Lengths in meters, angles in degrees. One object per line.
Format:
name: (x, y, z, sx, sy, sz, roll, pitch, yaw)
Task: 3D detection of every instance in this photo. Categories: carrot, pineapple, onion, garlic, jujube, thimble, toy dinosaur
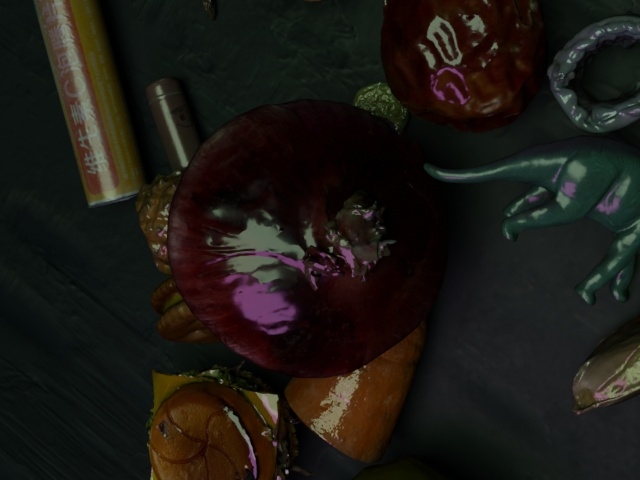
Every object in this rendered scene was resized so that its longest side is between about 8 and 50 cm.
carrot: (0.072, 0.156, 1.674, 0.159, 0.159, 0.225, 34, 97, 15)
pineapple: (-0.068, -0.047, 1.698, 0.340, 0.169, 0.169, -15, 91, 12)
onion: (0.000, 0.000, 1.491, 0.347, 0.285, 0.348, 0, 91, -18)
garlic: (0.392, 0.142, 1.554, 0.195, 0.101, 0.087, -30, 89, 23)
jujube: (0.163, -0.307, 1.543, 0.216, 0.216, 0.342, -10, 78, 23)
thimble: (0.354, -0.202, 1.519, 0.151, 0.118, 0.127, -35, 86, 22)
toy dinosaur: (0.371, -0.100, 1.487, 0.383, 0.129, 0.331, 34, 109, -15)

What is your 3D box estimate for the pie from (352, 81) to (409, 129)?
pie: (0.080, -0.169, 1.684, 0.084, 0.021, 0.084, 1, 93, 21)

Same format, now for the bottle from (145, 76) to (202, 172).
bottle: (-0.201, -0.157, 1.781, 0.053, 0.053, 0.140, -20, 89, 23)

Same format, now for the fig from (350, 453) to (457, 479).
fig: (0.100, 0.448, 1.602, 0.343, 0.343, 0.343, 3, 98, 22)

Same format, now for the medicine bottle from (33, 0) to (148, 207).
medicine bottle: (-0.335, -0.262, 1.797, 0.108, 0.108, 0.426, -15, 93, 23)

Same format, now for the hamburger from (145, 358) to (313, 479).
hamburger: (-0.126, 0.280, 1.754, 0.261, 0.138, 0.243, 14, 106, 28)

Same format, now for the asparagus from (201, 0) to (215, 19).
asparagus: (-0.159, -0.420, 1.750, 0.022, 0.023, 0.233, -169, 75, -66)

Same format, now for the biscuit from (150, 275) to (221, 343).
biscuit: (-0.117, 0.082, 1.697, 0.220, 0.220, 0.066, -20, 71, 23)

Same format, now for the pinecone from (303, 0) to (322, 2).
pinecone: (-0.034, -0.429, 1.606, 0.202, 0.201, 0.229, 7, 69, -4)
